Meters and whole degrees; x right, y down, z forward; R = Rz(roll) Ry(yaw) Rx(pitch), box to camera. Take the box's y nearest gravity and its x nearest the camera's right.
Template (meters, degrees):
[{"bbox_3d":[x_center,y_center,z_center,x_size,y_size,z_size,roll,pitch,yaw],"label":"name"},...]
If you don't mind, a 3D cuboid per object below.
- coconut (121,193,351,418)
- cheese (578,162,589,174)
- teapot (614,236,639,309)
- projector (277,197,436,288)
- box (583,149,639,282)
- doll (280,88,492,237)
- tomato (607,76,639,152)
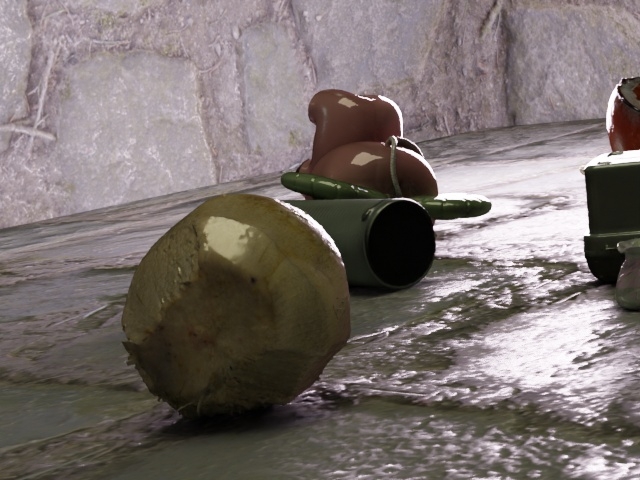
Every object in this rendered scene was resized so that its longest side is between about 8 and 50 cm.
[{"bbox_3d":[-0.063,0.051,1.249,0.194,0.194,0.194,-8,7,1],"label":"coconut"},{"bbox_3d":[0.549,-0.117,2.515,0.085,0.034,0.400,-10,7,-16],"label":"cheese"},{"bbox_3d":[0.317,0.028,1.446,0.083,0.064,0.064,-11,8,-25],"label":"teapot"},{"bbox_3d":[0.000,0.000,1.878,0.108,0.108,0.337,-13,8,-33],"label":"projector"},{"bbox_3d":[0.381,-0.033,1.600,0.210,0.129,0.148,-5,9,20],"label":"box"},{"bbox_3d":[0.073,-0.085,2.049,0.284,0.216,0.268,5,7,-23],"label":"doll"},{"bbox_3d":[0.527,-0.146,2.258,0.214,0.155,0.181,5,25,-6],"label":"tomato"}]
